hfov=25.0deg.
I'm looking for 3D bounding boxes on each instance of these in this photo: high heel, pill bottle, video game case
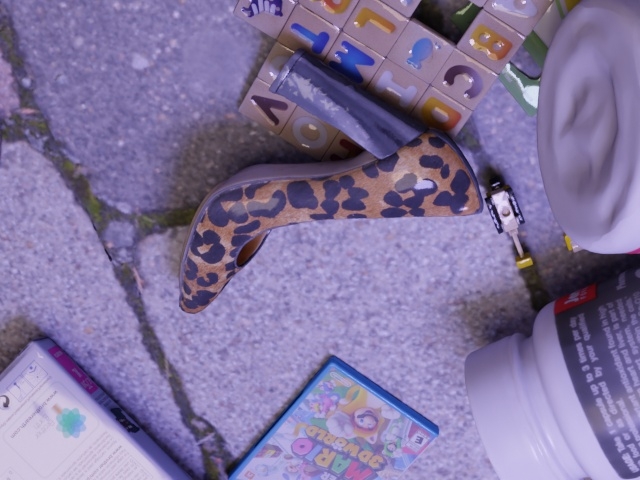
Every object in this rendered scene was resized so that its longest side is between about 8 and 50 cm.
[{"bbox_3d":[0.000,0.000,1.143,0.186,0.093,0.261,33,119,3],"label":"high heel"},{"bbox_3d":[0.326,-0.081,0.994,0.319,0.176,0.176,-1,118,-16],"label":"pill bottle"},{"bbox_3d":[0.267,0.099,1.135,0.283,0.161,0.161,-24,111,18],"label":"pill bottle"},{"bbox_3d":[0.010,0.194,1.299,0.119,0.015,0.166,35,116,-10],"label":"video game case"}]

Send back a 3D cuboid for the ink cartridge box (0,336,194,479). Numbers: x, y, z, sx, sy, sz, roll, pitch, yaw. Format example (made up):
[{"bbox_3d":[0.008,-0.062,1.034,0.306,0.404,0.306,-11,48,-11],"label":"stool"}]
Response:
[{"bbox_3d":[-0.200,0.258,1.270,0.311,0.065,0.186,45,94,2],"label":"ink cartridge box"}]

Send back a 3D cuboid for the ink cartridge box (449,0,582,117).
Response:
[{"bbox_3d":[0.207,-0.178,1.061,0.209,0.062,0.109,-36,108,22],"label":"ink cartridge box"}]

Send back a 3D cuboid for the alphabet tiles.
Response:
[{"bbox_3d":[0.033,-0.150,1.092,0.198,0.009,0.237,31,130,-3],"label":"alphabet tiles"}]

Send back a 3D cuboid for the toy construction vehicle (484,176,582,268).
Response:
[{"bbox_3d":[0.178,-0.031,1.158,0.086,0.035,0.098,-24,114,6],"label":"toy construction vehicle"}]

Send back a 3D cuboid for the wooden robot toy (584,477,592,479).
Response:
[{"bbox_3d":[0.269,0.217,1.260,0.173,0.076,0.079,-27,145,19],"label":"wooden robot toy"}]
